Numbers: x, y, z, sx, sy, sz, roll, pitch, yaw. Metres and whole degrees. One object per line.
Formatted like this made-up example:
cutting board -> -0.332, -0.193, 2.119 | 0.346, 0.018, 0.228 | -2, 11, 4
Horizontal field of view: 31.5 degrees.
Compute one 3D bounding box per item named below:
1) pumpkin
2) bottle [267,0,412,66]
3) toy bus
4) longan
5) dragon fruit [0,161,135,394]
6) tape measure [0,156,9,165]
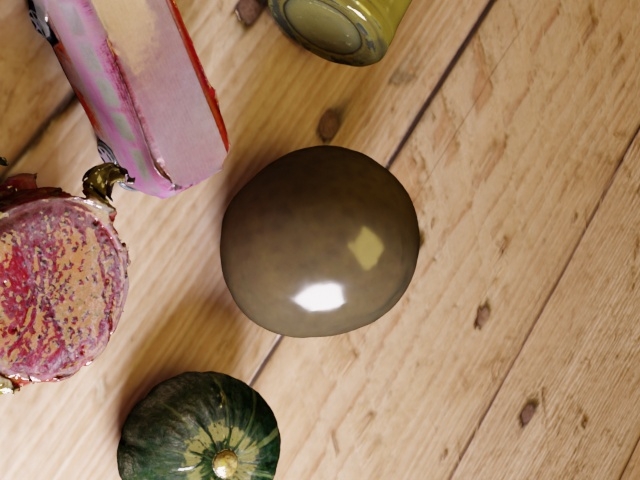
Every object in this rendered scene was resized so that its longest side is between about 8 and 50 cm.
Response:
pumpkin -> -0.150, 0.266, 1.413 | 0.211, 0.152, 0.212 | -5, 100, -28
bottle -> 0.084, -0.413, 1.492 | 0.171, 0.171, 0.351 | 47, 65, -42
toy bus -> -0.206, -0.184, 1.252 | 0.127, 0.147, 0.303 | -36, 123, -24
longan -> 0.000, 0.000, 1.456 | 0.258, 0.258, 0.258 | -13, 109, -45
dragon fruit -> -0.309, 0.039, 1.209 | 0.211, 0.147, 0.282 | 41, 66, -34
tape measure -> -0.465, -0.017, 1.040 | 0.351, 0.097, 0.215 | -59, 137, -24
